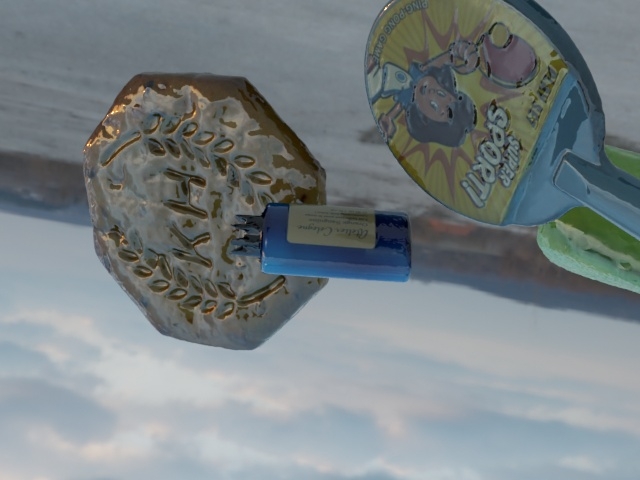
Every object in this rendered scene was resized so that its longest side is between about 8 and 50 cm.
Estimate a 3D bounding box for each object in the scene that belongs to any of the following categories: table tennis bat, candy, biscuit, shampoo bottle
[{"bbox_3d":[0.165,-0.094,0.798,0.329,0.215,0.044,39,-134,24],"label":"table tennis bat"},{"bbox_3d":[0.385,0.012,0.934,0.344,0.142,0.132,26,167,31],"label":"candy"},{"bbox_3d":[-0.146,-0.030,1.129,0.359,0.359,0.046,9,-158,27],"label":"biscuit"},{"bbox_3d":[0.000,0.000,0.963,0.183,0.087,0.050,4,140,-2],"label":"shampoo bottle"}]
